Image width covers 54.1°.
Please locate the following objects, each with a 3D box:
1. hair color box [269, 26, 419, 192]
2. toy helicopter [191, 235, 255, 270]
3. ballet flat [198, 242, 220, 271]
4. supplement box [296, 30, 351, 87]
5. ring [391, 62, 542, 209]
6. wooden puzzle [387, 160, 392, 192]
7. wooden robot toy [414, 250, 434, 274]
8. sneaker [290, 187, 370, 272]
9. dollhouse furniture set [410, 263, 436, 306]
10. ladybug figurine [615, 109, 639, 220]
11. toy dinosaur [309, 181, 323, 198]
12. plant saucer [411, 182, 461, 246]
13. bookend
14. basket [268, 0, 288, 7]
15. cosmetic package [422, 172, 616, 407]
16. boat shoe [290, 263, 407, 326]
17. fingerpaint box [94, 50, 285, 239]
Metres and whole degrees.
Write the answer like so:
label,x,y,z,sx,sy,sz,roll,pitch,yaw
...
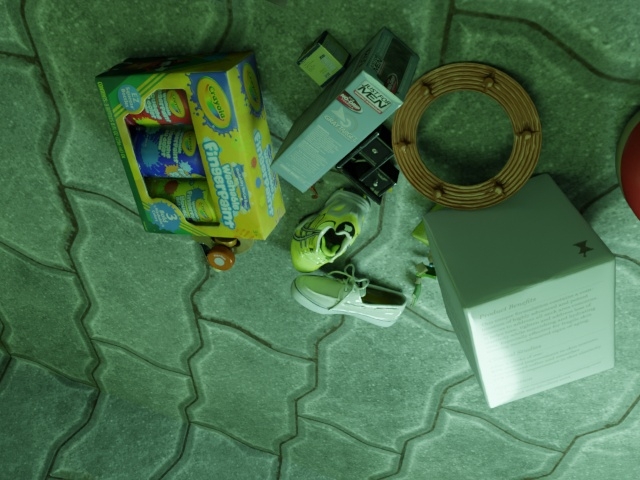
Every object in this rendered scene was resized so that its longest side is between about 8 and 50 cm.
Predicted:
label,x,y,z,sx,sy,sz,roll,pitch,yaw
hair color box,0.048,-0.287,1.431,0.113,0.185,0.374,36,138,-15
toy helicopter,-0.349,-0.084,1.864,0.355,0.140,0.235,32,134,-10
ballet flat,-0.370,0.045,2.076,0.057,0.049,0.173,3,136,22
supplement box,0.008,-0.408,1.415,0.083,0.056,0.083,40,136,-20
ring,0.319,-0.224,1.403,0.336,0.032,0.337,10,115,22
wooden puzzle,0.153,-0.178,1.633,0.078,0.014,0.116,5,132,14
wooden robot toy,0.327,0.019,1.745,0.173,0.076,0.079,-39,73,22
sneaker,0.000,0.000,1.792,0.145,0.147,0.385,27,142,-9
dollhouse furniture set,0.308,0.132,1.855,0.058,0.076,0.152,13,138,12
ladybug figurine,0.796,-0.111,1.313,0.305,0.162,0.449,-24,122,40
toy dinosaur,-0.035,-0.151,1.702,0.047,0.090,0.082,-32,73,32
plant saucer,0.367,-0.024,1.633,0.188,0.045,0.188,33,116,-12
bookend,0.148,-0.194,1.561,0.157,0.072,0.156,40,130,-18
basket,-0.137,-0.575,1.234,0.227,0.154,0.204,29,140,-14
cosmetic package,0.475,0.122,1.506,0.329,0.327,0.394,-19,130,4
boat shoe,0.100,0.155,1.911,0.367,0.136,0.156,19,133,-13
fingerpaint box,-0.319,-0.232,1.600,0.371,0.163,0.445,4,123,20
